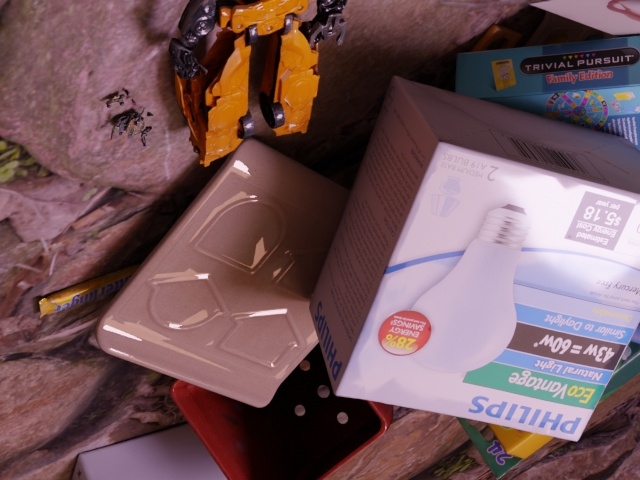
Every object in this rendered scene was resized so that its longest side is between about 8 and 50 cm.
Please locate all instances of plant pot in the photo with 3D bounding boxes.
[{"bbox_3d":[-0.031,0.259,1.932,0.267,0.267,0.235,-40,166,15],"label":"plant pot"}]

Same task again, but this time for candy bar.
[{"bbox_3d":[-0.303,0.065,1.603,0.161,0.018,0.040,-19,149,-20],"label":"candy bar"}]

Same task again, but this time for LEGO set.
[{"bbox_3d":[-0.220,-0.142,1.363,0.054,0.023,0.083,-22,137,-22],"label":"LEGO set"}]

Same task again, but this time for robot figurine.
[{"bbox_3d":[-0.078,-0.209,1.324,0.211,0.085,0.291,-21,150,-20],"label":"robot figurine"}]

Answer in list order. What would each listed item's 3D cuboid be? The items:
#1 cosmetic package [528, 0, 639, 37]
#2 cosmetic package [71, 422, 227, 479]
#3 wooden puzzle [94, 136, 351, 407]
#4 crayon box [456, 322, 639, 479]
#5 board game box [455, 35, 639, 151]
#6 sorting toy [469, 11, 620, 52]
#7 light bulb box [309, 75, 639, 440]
[{"bbox_3d":[0.382,-0.341,1.450,0.129,0.153,0.296,-6,174,43],"label":"cosmetic package"},{"bbox_3d":[-0.221,0.443,2.069,0.385,0.217,0.156,-12,145,-29],"label":"cosmetic package"},{"bbox_3d":[-0.097,0.045,1.630,0.322,0.080,0.348,26,109,-38],"label":"wooden puzzle"},{"bbox_3d":[0.321,0.179,1.772,0.323,0.203,0.083,-41,149,13],"label":"crayon box"},{"bbox_3d":[0.373,-0.173,1.619,0.336,0.079,0.254,-3,155,17],"label":"board game box"},{"bbox_3d":[0.346,-0.251,1.702,0.347,0.047,0.196,-8,143,-36],"label":"sorting toy"},{"bbox_3d":[0.215,0.028,1.526,0.357,0.225,0.361,12,115,-16],"label":"light bulb box"}]
